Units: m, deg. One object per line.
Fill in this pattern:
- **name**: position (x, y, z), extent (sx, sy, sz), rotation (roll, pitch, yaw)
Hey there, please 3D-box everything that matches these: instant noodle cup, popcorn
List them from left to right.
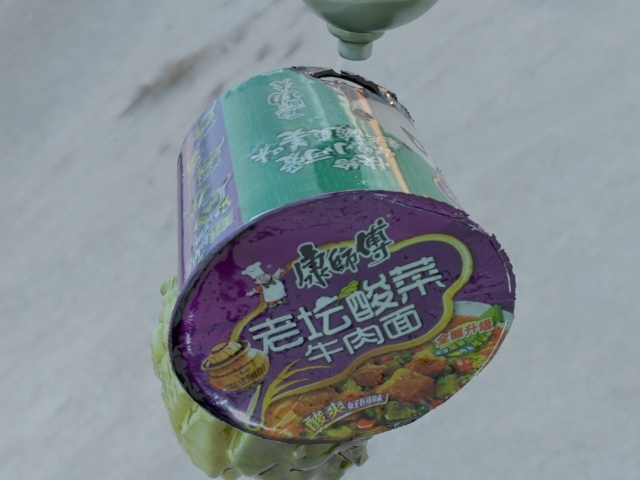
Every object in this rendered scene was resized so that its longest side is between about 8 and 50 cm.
- **popcorn**: position (-0.029, 0.115, 1.570), extent (0.293, 0.293, 0.237), rotation (-38, 53, 7)
- **instant noodle cup**: position (0.000, 0.000, 1.170), extent (0.251, 0.251, 0.190), rotation (-34, 40, 17)

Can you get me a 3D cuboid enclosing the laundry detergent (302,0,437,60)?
- **laundry detergent**: position (0.028, -0.240, 1.058), extent (0.091, 0.253, 0.181), rotation (-18, 41, -27)
